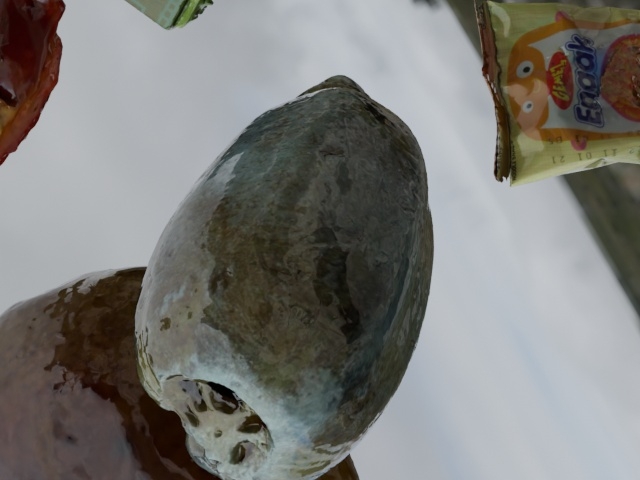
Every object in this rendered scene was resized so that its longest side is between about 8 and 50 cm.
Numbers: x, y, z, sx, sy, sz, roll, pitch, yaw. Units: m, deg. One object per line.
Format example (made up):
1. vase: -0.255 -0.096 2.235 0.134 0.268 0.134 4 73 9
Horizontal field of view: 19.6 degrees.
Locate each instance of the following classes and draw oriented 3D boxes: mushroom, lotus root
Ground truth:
1. mushroom: -0.117 0.197 1.232 0.345 0.345 0.259 61 -166 11
2. lotus root: 0.000 0.000 1.057 0.158 0.140 0.322 55 -144 -27

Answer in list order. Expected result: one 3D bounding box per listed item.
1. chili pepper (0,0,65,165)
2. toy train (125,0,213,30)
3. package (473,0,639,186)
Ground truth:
1. chili pepper: -0.274 -0.106 0.762 0.338 0.134 0.131 17 174 21
2. toy train: -0.144 -0.253 1.388 0.225 0.137 0.090 36 -151 4
3. package: 0.138 -0.076 0.924 0.031 0.121 0.108 102 164 -61
